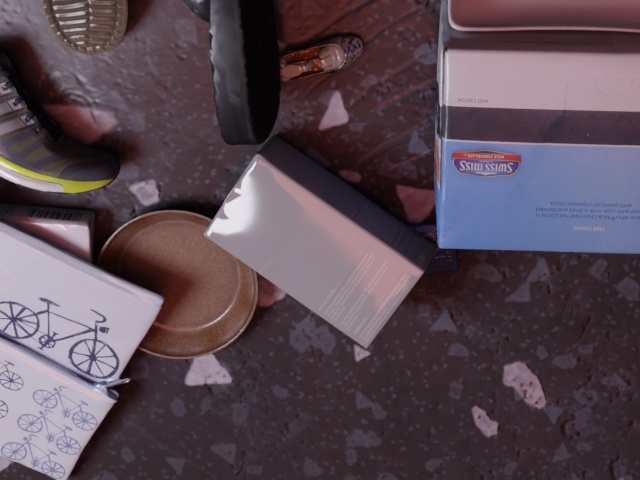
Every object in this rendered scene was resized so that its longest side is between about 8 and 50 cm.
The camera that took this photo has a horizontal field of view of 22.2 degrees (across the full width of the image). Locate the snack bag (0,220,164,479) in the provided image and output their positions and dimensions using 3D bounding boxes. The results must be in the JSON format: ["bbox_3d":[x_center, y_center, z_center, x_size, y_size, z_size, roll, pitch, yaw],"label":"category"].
[{"bbox_3d":[-0.386,0.123,1.975,0.323,0.037,0.342,27,122,-13],"label":"snack bag"}]

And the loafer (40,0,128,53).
[{"bbox_3d":[-0.261,-0.328,1.779,0.101,0.092,0.269,0,130,5],"label":"loafer"}]

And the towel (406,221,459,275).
[{"bbox_3d":[0.105,0.014,1.940,0.119,0.029,0.067,-7,114,6],"label":"towel"}]

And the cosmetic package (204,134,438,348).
[{"bbox_3d":[0.000,0.000,1.883,0.238,0.107,0.127,38,112,1],"label":"cosmetic package"}]

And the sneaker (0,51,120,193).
[{"bbox_3d":[-0.363,-0.146,1.858,0.300,0.111,0.121,24,103,-13],"label":"sneaker"}]

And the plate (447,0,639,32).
[{"bbox_3d":[0.272,-0.336,1.698,0.277,0.045,0.278,1,73,3],"label":"plate"}]

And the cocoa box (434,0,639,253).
[{"bbox_3d":[0.297,-0.130,1.754,0.347,0.231,0.228,2,115,3],"label":"cocoa box"}]

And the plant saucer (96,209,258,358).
[{"bbox_3d":[-0.172,0.048,1.968,0.198,0.036,0.199,2,114,3],"label":"plant saucer"}]

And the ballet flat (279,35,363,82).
[{"bbox_3d":[-0.006,-0.202,1.845,0.114,0.041,0.041,-13,113,9],"label":"ballet flat"}]

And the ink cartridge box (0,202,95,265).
[{"bbox_3d":[-0.368,0.069,1.980,0.189,0.066,0.232,4,110,2],"label":"ink cartridge box"}]

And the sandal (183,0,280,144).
[{"bbox_3d":[-0.121,-0.310,1.712,0.107,0.167,0.446,3,115,15],"label":"sandal"}]
